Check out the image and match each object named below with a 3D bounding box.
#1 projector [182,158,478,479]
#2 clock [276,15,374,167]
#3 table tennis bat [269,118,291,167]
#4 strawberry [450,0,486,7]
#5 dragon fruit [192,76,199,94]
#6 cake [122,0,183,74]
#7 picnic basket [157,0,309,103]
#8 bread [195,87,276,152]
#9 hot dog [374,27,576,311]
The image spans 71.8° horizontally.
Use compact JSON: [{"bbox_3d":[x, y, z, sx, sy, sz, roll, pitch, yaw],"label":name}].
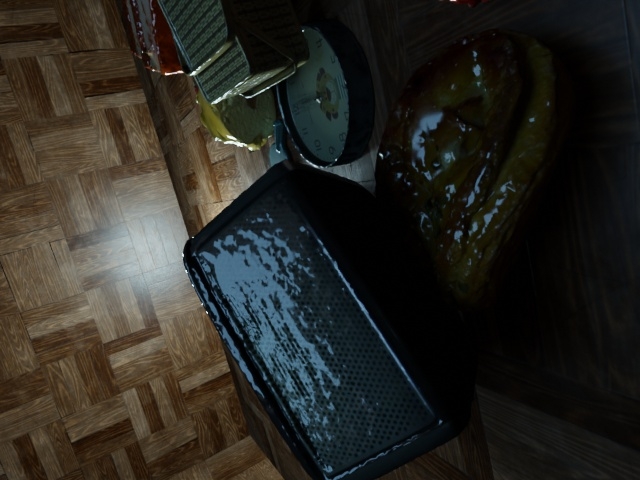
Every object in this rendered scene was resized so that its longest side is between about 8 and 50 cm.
[{"bbox_3d":[0.044,0.112,0.721,0.242,0.395,0.405,-37,79,17],"label":"projector"},{"bbox_3d":[0.000,-0.311,0.960,0.312,0.061,0.312,41,141,44],"label":"clock"},{"bbox_3d":[-0.113,-0.247,1.255,0.124,0.033,0.201,45,146,39],"label":"table tennis bat"},{"bbox_3d":[0.144,-0.413,0.514,0.336,0.149,0.265,30,134,55],"label":"strawberry"},{"bbox_3d":[-0.333,-0.463,1.436,0.120,0.127,0.161,-141,40,-59],"label":"dragon fruit"},{"bbox_3d":[-0.405,-0.642,1.276,0.319,0.269,0.270,47,145,41],"label":"cake"},{"bbox_3d":[-0.191,-0.450,0.885,0.228,0.175,0.312,-2,116,53],"label":"picnic basket"},{"bbox_3d":[-0.238,-0.359,1.259,0.224,0.184,0.211,33,141,54],"label":"bread"},{"bbox_3d":[0.194,-0.077,0.611,0.267,0.174,0.387,-124,28,-46],"label":"hot dog"}]
